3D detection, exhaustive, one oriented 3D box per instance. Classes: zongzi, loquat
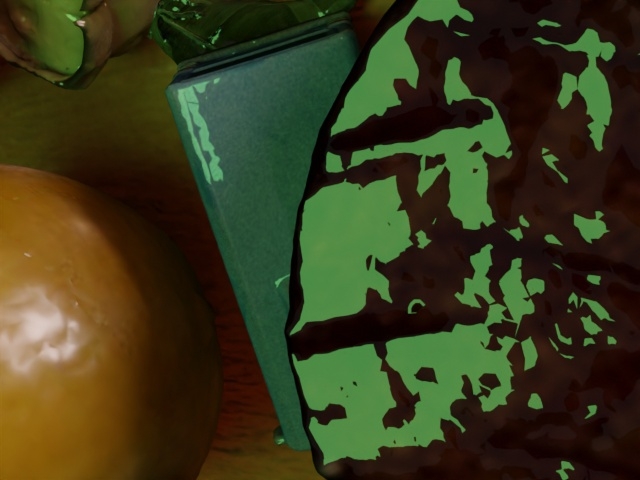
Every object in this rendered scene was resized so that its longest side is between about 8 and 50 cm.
[{"bbox_3d":[-0.045,-0.142,0.663,0.109,0.055,0.119,47,117,13],"label":"zongzi"},{"bbox_3d":[-0.204,0.114,0.700,0.359,0.328,0.328,33,124,27],"label":"loquat"}]

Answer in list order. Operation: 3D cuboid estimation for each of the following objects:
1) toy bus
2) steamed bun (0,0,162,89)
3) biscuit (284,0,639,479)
[{"bbox_3d":[0.000,0.000,0.604,0.116,0.133,0.234,-17,105,2],"label":"toy bus"},{"bbox_3d":[-0.181,-0.216,0.698,0.177,0.106,0.192,30,132,19],"label":"steamed bun"},{"bbox_3d":[0.184,0.029,0.464,0.407,0.091,0.407,3,104,13],"label":"biscuit"}]
